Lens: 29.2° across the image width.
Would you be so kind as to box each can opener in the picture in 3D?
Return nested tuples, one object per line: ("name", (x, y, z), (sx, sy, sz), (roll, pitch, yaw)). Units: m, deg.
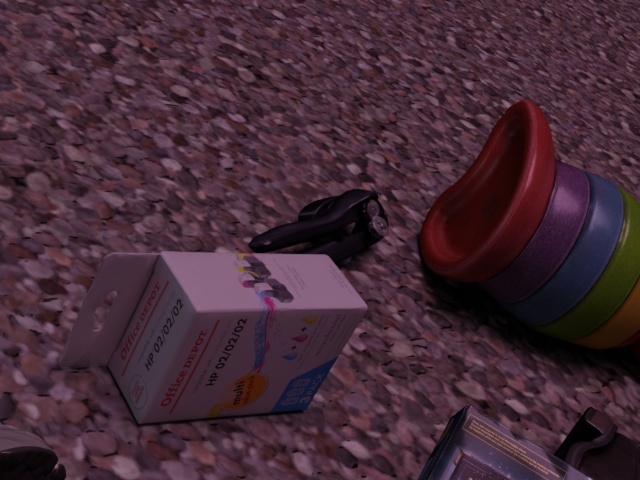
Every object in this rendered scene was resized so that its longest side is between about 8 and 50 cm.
("can opener", (0.000, 0.000, 1.061), (0.186, 0.073, 0.059), (-30, 102, -54))

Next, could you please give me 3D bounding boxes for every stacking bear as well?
("stacking bear", (0.262, 0.029, 1.143), (0.289, 0.175, 0.164), (29, 26, -16))

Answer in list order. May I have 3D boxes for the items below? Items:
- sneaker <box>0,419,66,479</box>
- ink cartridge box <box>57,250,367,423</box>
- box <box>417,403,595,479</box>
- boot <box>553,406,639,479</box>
("sneaker", (-0.268, 0.131, 0.575), (0.122, 0.110, 0.283), (29, 20, 38))
("ink cartridge box", (-0.071, 0.065, 0.826), (0.181, 0.104, 0.061), (1, 39, -39))
("box", (0.147, 0.227, 0.735), (0.233, 0.044, 0.159), (31, 67, 3))
("boot", (0.257, 0.231, 0.869), (0.229, 0.091, 0.263), (35, 27, 11))
